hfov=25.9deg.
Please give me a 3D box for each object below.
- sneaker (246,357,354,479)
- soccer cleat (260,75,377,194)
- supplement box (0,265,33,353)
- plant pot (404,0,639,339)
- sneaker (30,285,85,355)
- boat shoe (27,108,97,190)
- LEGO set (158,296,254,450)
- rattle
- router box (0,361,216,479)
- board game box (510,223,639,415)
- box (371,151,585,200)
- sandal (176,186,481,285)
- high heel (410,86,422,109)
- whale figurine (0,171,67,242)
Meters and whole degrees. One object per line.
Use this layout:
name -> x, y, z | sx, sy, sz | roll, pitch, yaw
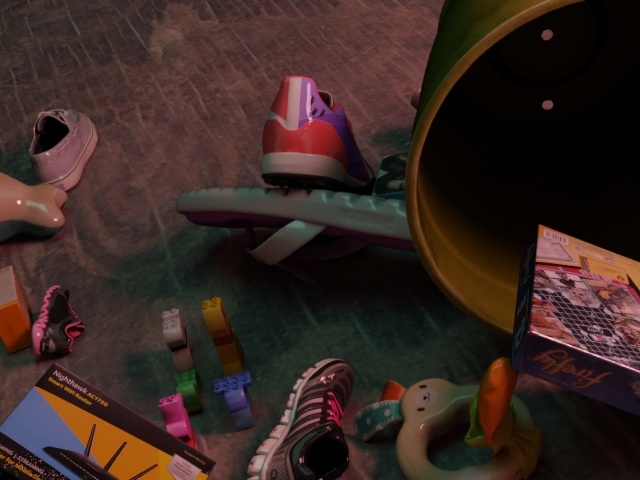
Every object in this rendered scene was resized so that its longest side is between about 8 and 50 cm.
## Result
sneaker -> 0.001, 0.177, 1.273 | 0.075, 0.063, 0.170 | 2, 39, 32
soccer cleat -> 0.004, -0.113, 1.600 | 0.109, 0.116, 0.318 | 3, 0, 12
supplement box -> -0.365, 0.080, 1.637 | 0.036, 0.062, 0.098 | -21, 30, -6
plant pot -> 0.248, -0.139, 1.364 | 0.366, 0.366, 0.353 | -14, 30, 5
sneaker -> -0.298, 0.095, 1.606 | 0.057, 0.047, 0.119 | 5, 32, -1
boat shoe -> -0.379, -0.150, 2.028 | 0.079, 0.081, 0.227 | -14, 29, 6
LEGO set -> -0.118, 0.119, 1.404 | 0.087, 0.093, 0.227 | -17, 28, 1
rattle -> 0.091, 0.138, 1.218 | 0.130, 0.143, 0.200 | -47, 43, -6
router box -> -0.202, 0.206, 1.243 | 0.179, 0.046, 0.133 | 31, 40, 2
board game box -> 0.283, 0.086, 1.169 | 0.243, 0.042, 0.165 | 21, 34, -1
box -> 0.188, -0.068, 1.601 | 0.244, 0.060, 0.100 | -8, 30, 16
sandal -> -0.011, -0.002, 1.534 | 0.416, 0.102, 0.169 | 5, -3, 43
high heel -> 0.241, -0.183, 1.785 | 0.244, 0.082, 0.117 | -20, 55, -32
whale figurine -> -0.478, -0.028, 1.853 | 0.272, 0.141, 0.216 | 4, 27, -12
